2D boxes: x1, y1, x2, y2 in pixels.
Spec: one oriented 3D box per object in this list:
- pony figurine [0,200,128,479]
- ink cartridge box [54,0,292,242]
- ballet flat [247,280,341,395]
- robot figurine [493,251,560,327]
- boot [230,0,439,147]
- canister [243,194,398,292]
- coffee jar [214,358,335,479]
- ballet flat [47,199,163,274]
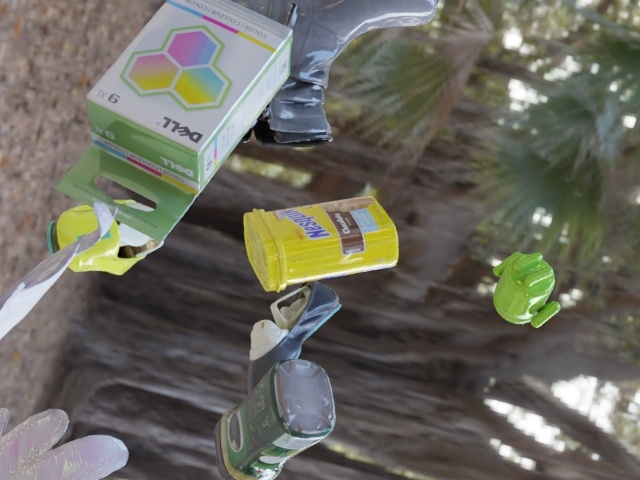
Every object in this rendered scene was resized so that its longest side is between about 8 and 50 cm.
[{"bbox_3d":[-0.311,0.121,0.833,0.351,0.363,0.303,-42,-151,28],"label":"pony figurine"},{"bbox_3d":[-0.120,-0.111,1.007,0.209,0.109,0.062,-56,166,-30],"label":"ink cartridge box"},{"bbox_3d":[-0.048,0.117,1.550,0.203,0.074,0.074,-49,166,-41],"label":"ballet flat"},{"bbox_3d":[0.264,0.064,1.587,0.101,0.067,0.115,54,-27,26],"label":"robot figurine"},{"bbox_3d":[-0.003,-0.221,1.527,0.118,0.338,0.222,143,-58,-71],"label":"boot"},{"bbox_3d":[0.000,0.000,1.535,0.126,0.170,0.073,-124,-152,-58],"label":"canister"},{"bbox_3d":[-0.057,0.214,1.400,0.184,0.079,0.096,-46,-136,48],"label":"coffee jar"},{"bbox_3d":[-0.196,-0.006,1.204,0.231,0.077,0.077,-23,99,-82],"label":"ballet flat"}]
